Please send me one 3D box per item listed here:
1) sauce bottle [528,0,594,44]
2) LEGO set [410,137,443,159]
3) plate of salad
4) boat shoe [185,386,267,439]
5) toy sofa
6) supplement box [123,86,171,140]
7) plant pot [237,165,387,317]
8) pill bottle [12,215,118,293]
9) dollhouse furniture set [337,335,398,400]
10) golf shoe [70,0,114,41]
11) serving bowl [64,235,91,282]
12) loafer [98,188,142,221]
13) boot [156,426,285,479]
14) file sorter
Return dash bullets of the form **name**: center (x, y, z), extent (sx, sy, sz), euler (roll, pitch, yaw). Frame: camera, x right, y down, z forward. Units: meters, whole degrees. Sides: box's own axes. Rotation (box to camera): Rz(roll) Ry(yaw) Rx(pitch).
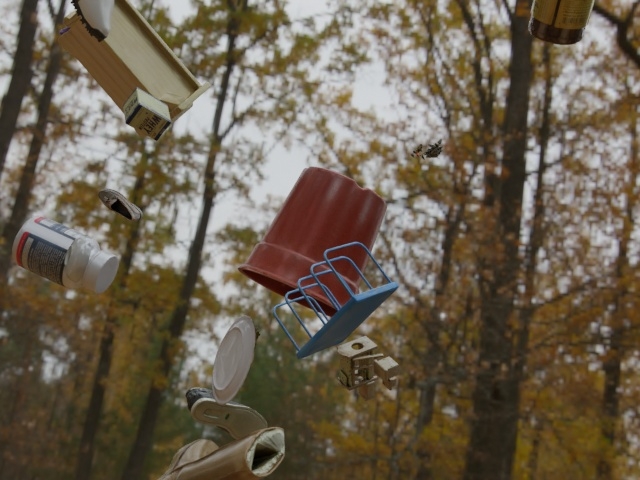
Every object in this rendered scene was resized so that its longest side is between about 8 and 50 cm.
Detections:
- **sauce bottle**: center (0.461, -0.525, 1.732), extent (0.112, 0.111, 0.344), euler (10, -56, -1)
- **LEGO set**: center (0.200, -0.159, 1.773), extent (0.083, 0.023, 0.054), euler (-21, -22, -33)
- **plate of salad**: center (-0.181, 0.261, 2.111), extent (0.048, 0.199, 0.200), euler (20, -21, -25)
- **boat shoe**: center (-0.219, 0.407, 2.298), extent (0.233, 0.084, 0.079), euler (31, 3, -37)
- **toy sofa**: center (-0.468, -0.450, 2.440), extent (0.177, 0.150, 0.362), euler (-30, -74, 42)
- **supplement box**: center (-0.376, -0.274, 2.109), extent (0.083, 0.083, 0.056), euler (29, -67, -31)
- **plant pot**: center (0.000, 0.000, 2.092), extent (0.273, 0.265, 0.272), euler (24, -9, 4)
- **pill bottle**: center (-0.486, 0.032, 1.868), extent (0.180, 0.108, 0.108), euler (23, -16, 12)
- **dollhouse furniture set**: center (0.120, 0.375, 2.534), extent (0.101, 0.181, 0.161), euler (-18, 32, -26)
- **golf shoe**: center (-0.302, -0.382, 1.374), extent (0.094, 0.198, 0.077), euler (-7, -7, 13)
- **serving bowl**: center (-0.424, 0.029, 1.686), extent (0.027, 0.083, 0.083), euler (18, -21, -26)
- **loafer**: center (-0.484, -0.085, 2.332), extent (0.125, 0.045, 0.039), euler (32, 21, 12)
- **boot**: center (-0.163, 0.391, 1.719), extent (0.270, 0.236, 0.089), euler (-31, -83, 30)
- **file sorter**: center (0.019, 0.097, 1.611), extent (0.118, 0.104, 0.170), euler (-14, -27, -49)
